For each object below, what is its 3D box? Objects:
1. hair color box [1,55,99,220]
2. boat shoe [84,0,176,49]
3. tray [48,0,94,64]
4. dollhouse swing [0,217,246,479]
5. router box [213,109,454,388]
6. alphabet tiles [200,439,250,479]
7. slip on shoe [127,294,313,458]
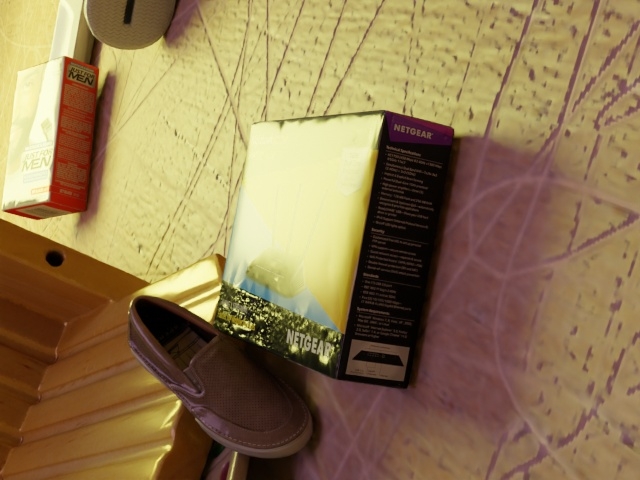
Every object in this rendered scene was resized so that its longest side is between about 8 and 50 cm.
[{"bbox_3d":[-0.302,-0.113,1.227,0.093,0.053,0.167,-8,72,40],"label":"hair color box"},{"bbox_3d":[-0.159,-0.339,0.986,0.335,0.121,0.119,-64,34,32],"label":"boat shoe"},{"bbox_3d":[-0.314,-0.183,1.345,0.145,0.030,0.270,-1,79,63],"label":"tray"},{"bbox_3d":[-0.260,0.124,0.748,0.305,0.315,0.346,-46,22,60],"label":"dollhouse swing"},{"bbox_3d":[0.000,0.000,0.608,0.179,0.046,0.133,7,86,65],"label":"router box"},{"bbox_3d":[-0.122,0.238,0.679,0.285,0.011,0.342,-48,23,39],"label":"alphabet tiles"},{"bbox_3d":[-0.062,0.076,0.636,0.135,0.051,0.041,36,150,30],"label":"slip on shoe"}]
